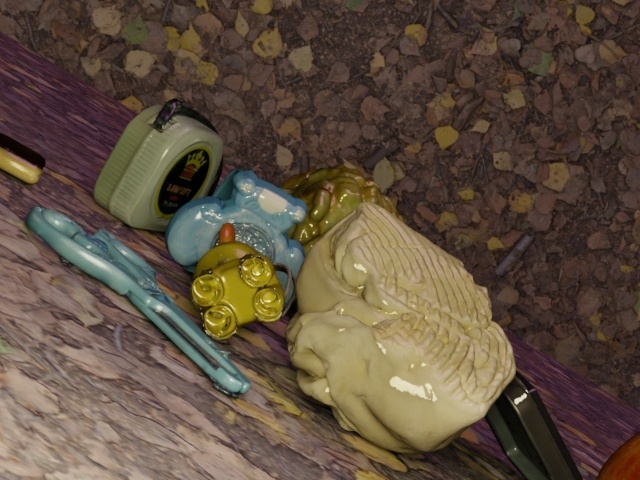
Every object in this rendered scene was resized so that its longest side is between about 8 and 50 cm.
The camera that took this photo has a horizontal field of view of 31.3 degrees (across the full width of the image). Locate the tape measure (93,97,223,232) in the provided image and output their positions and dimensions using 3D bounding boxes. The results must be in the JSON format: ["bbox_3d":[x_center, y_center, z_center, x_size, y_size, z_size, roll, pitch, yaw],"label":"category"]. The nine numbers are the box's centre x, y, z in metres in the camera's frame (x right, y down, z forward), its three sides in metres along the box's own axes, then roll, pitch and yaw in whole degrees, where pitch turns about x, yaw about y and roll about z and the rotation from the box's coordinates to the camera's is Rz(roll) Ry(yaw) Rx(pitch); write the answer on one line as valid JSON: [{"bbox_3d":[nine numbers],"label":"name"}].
[{"bbox_3d":[-0.240,-0.117,1.794,0.115,0.207,0.235,31,7,20],"label":"tape measure"}]

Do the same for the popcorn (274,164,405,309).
[{"bbox_3d":[0.004,0.008,1.881,0.293,0.293,0.237,-132,-160,-71],"label":"popcorn"}]

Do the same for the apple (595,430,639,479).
[{"bbox_3d":[0.547,0.365,1.606,0.309,0.250,0.277,27,7,-21],"label":"apple"}]

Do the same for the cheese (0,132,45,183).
[{"bbox_3d":[-0.456,-0.130,1.567,0.162,0.036,0.086,30,9,-17],"label":"cheese"}]

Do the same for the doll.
[{"bbox_3d":[-0.102,0.051,1.448,0.221,0.135,0.143,-73,140,-83],"label":"doll"}]

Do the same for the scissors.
[{"bbox_3d":[-0.200,0.062,1.298,0.393,0.032,0.180,37,8,41],"label":"scissors"}]

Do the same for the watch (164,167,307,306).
[{"bbox_3d":[-0.114,-0.016,1.646,0.211,0.211,0.193,30,11,-17],"label":"watch"}]

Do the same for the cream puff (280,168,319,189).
[{"bbox_3d":[-0.032,-0.032,2.148,0.194,0.221,0.195,36,30,-25],"label":"cream puff"}]

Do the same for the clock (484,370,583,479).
[{"bbox_3d":[0.269,0.245,1.535,0.279,0.049,0.273,60,-4,-23],"label":"clock"}]

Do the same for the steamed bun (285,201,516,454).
[{"bbox_3d":[0.073,0.124,1.374,0.289,0.203,0.276,42,34,10],"label":"steamed bun"}]
